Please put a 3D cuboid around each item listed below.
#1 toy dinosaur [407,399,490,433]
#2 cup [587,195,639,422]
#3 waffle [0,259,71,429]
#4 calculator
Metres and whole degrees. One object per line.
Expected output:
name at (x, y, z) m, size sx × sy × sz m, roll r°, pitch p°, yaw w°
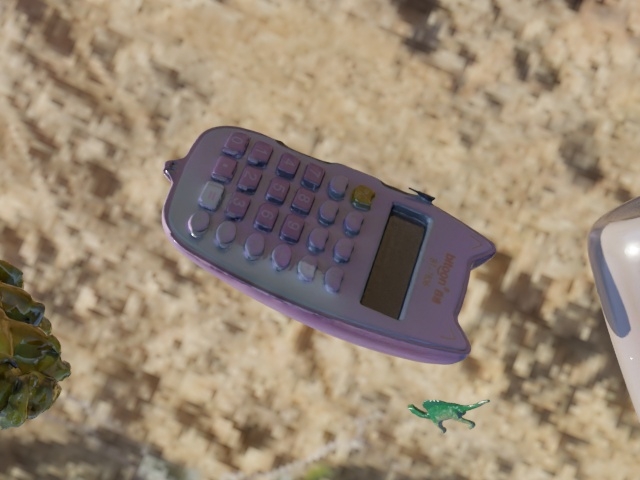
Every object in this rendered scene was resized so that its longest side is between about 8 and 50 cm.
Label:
toy dinosaur at (0.155, 0.204, 1.998) m, size 0.060 × 0.029 × 0.120 m, roll 30°, pitch 152°, yaw -25°
cup at (0.325, 0.061, 1.400) m, size 0.192 × 0.200 × 0.253 m, roll -18°, pitch -172°, yaw 28°
waffle at (-0.282, 0.032, 0.985) m, size 0.262 × 0.060 × 0.280 m, roll 32°, pitch -159°, yaw 12°
calculator at (0.000, 0.001, 1.412) m, size 0.294 × 0.194 × 0.043 m, roll 24°, pitch 132°, yaw -3°
